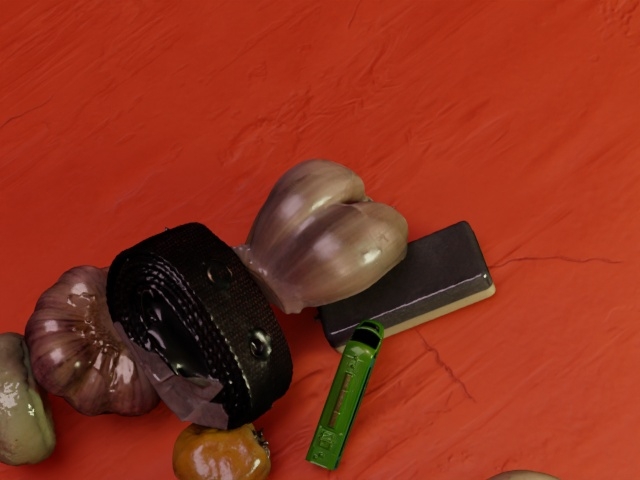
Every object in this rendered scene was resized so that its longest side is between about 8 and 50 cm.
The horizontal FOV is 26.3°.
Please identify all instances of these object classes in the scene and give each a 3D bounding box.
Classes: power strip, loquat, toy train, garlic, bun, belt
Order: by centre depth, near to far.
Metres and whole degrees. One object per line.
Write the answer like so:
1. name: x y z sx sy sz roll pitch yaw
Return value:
1. belt: -0.172 0.125 1.858 0.184 0.164 0.289 -37 87 39
2. toy train: 0.035 0.206 1.860 0.044 0.042 0.209 19 90 12
3. loquat: -0.133 0.302 1.876 0.137 0.113 0.137 -6 50 8
4. garlic: 0.000 0.000 1.920 0.292 0.237 0.210 -35 78 -18
5. power strip: 0.110 0.069 1.929 0.256 0.070 0.105 -21 55 8
6. bun: -0.455 0.232 1.978 0.118 0.195 0.195 -12 59 -5
7. garlic: -0.314 0.152 1.979 0.160 0.245 0.245 -44 45 47

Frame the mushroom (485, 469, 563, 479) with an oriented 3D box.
1. mushroom: 0.240 0.402 1.647 0.246 0.202 0.246 11 65 -23
